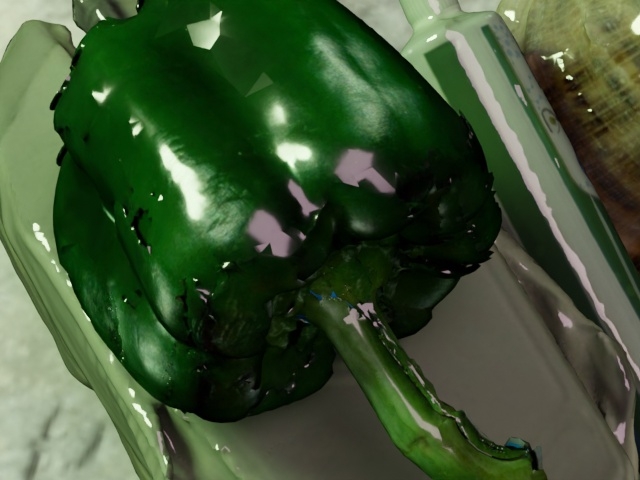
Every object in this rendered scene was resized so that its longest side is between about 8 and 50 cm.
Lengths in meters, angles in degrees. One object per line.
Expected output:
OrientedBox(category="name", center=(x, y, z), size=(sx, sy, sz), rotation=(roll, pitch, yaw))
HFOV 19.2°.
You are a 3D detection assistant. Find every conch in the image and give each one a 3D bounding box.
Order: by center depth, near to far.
OrientedBox(category="conch", center=(0.200, -0.101, 1.029), size=(0.210, 0.159, 0.291), rotation=(-28, 80, -21))

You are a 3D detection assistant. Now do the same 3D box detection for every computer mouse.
OrientedBox(category="computer mouse", center=(-0.010, 0.048, 0.943), size=(0.228, 0.145, 0.429), rotation=(-28, 67, -17))

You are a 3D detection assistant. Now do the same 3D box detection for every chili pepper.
OrientedBox(category="chili pepper", center=(0.000, 0.000, 0.797), size=(0.174, 0.165, 0.261), rotation=(-26, 58, -27))

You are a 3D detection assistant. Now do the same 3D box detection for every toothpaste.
OrientedBox(category="toothpaste", center=(0.133, 0.023, 0.975), size=(0.061, 0.099, 0.392), rotation=(-28, 87, -1))
